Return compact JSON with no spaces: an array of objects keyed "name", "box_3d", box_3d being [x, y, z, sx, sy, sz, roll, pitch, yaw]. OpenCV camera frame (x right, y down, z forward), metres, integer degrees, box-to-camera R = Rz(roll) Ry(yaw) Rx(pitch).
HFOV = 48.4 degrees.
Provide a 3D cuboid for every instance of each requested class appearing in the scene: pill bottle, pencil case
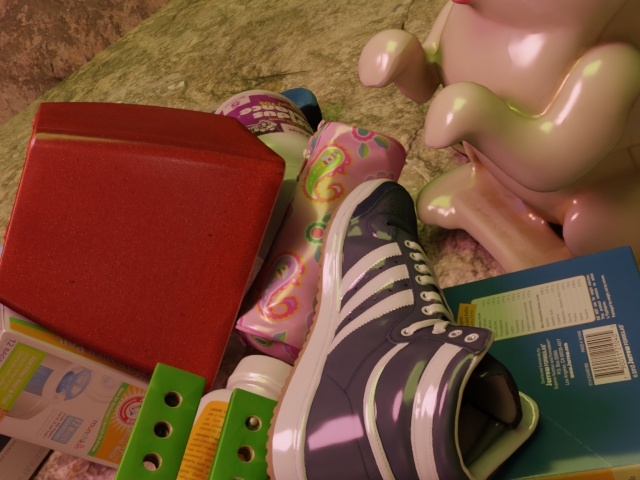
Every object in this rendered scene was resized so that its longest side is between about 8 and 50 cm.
[{"name":"pill bottle","box_3d":[-0.070,-0.095,1.020,0.169,0.169,0.301,-27,32,2]},{"name":"pencil case","box_3d":[0.000,0.000,0.808,0.124,0.124,0.284,6,66,42]},{"name":"pill bottle","box_3d":[-0.083,0.212,0.649,0.118,0.117,0.208,-4,39,34]}]

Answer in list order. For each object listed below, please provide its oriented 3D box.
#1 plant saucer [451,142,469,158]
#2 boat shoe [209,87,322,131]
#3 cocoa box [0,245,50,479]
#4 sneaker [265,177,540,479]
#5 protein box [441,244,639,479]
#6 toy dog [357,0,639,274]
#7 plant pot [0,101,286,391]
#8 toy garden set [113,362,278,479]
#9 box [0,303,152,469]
[{"name":"plant saucer","box_3d":[0.306,-0.183,0.978,0.278,0.041,0.277,-19,33,13]},{"name":"boat shoe","box_3d":[-0.121,-0.190,1.278,0.258,0.089,0.109,-8,50,21]},{"name":"cocoa box","box_3d":[-0.480,0.203,0.861,0.232,0.228,0.347,-4,39,33]},{"name":"sneaker","box_3d":[0.073,0.054,0.505,0.153,0.099,0.282,-13,42,33]},{"name":"protein box","box_3d":[0.165,0.136,0.547,0.201,0.136,0.199,-16,35,20]},{"name":"toy dog","box_3d":[0.239,-0.170,0.649,0.396,0.407,0.284,-19,39,2]},{"name":"plant pot","box_3d":[-0.219,-0.025,0.801,0.267,0.236,0.267,-70,23,13]},{"name":"toy garden set","box_3d":[-0.044,0.227,0.548,0.049,0.244,0.203,122,165,-46]},{"name":"box","box_3d":[-0.279,0.152,0.778,0.114,0.203,0.103,-54,33,6]}]
